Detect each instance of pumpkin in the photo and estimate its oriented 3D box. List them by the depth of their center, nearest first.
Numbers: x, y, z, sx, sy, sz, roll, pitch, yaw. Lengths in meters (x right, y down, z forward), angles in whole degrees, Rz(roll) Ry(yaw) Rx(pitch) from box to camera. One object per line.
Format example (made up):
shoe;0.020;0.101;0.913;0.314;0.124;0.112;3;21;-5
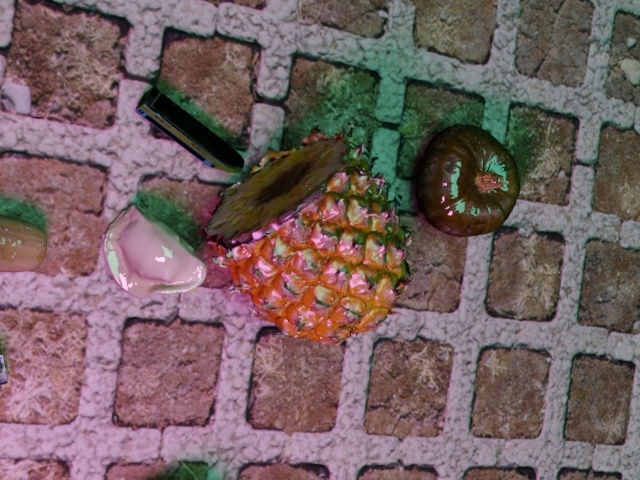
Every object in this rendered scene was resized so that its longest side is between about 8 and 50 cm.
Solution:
pumpkin;0.290;-0.106;1.957;0.219;0.162;0.219;0;89;-30

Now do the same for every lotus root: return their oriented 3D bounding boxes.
lotus root;-0.521;0.000;1.595;0.183;0.077;0.090;16;85;-28

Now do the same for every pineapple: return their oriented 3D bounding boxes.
pineapple;-0.001;0.000;1.717;0.352;0.352;0.300;-49;121;-16

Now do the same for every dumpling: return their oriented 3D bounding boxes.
dumpling;-0.285;0.036;1.708;0.169;0.100;0.134;39;90;-21

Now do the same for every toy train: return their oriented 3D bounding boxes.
toy train;-0.223;-0.179;1.756;0.209;0.042;0.044;38;55;-24

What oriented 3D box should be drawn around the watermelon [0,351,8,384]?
watermelon;-0.525;0.196;1.630;0.085;0.085;0.061;27;51;-26
